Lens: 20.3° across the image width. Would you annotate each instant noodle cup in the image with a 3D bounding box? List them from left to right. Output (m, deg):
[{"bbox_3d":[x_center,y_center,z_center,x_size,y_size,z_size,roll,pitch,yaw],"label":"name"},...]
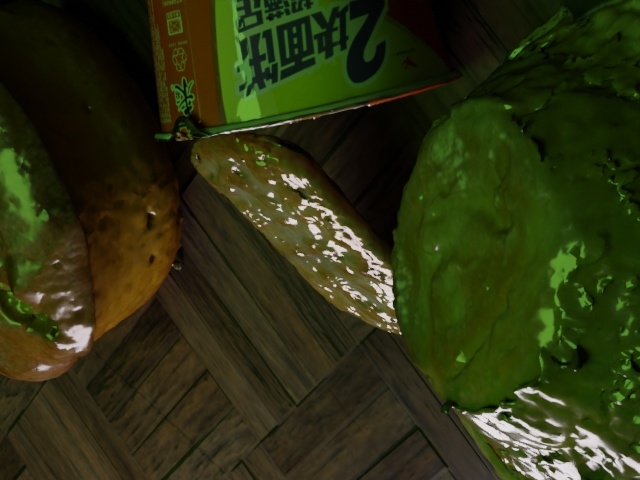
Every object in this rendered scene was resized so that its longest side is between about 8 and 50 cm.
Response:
[{"bbox_3d":[-0.026,-0.168,1.171,0.213,0.213,0.174,-3,102,50],"label":"instant noodle cup"}]

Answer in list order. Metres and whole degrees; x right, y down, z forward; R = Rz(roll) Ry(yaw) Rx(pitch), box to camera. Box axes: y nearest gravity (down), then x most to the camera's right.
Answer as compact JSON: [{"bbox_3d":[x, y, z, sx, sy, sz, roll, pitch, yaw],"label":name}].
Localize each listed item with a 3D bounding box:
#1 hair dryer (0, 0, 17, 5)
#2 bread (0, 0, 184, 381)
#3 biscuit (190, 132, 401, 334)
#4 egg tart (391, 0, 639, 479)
[{"bbox_3d":[-0.259,-0.297,1.475,0.114,0.070,0.248,54,133,12],"label":"hair dryer"},{"bbox_3d":[-0.217,-0.026,1.483,0.179,0.194,0.340,20,128,34],"label":"bread"},{"bbox_3d":[0.000,0.000,1.275,0.118,0.029,0.247,2,147,43],"label":"biscuit"},{"bbox_3d":[0.138,0.007,1.056,0.341,0.132,0.341,-3,86,63],"label":"egg tart"}]
